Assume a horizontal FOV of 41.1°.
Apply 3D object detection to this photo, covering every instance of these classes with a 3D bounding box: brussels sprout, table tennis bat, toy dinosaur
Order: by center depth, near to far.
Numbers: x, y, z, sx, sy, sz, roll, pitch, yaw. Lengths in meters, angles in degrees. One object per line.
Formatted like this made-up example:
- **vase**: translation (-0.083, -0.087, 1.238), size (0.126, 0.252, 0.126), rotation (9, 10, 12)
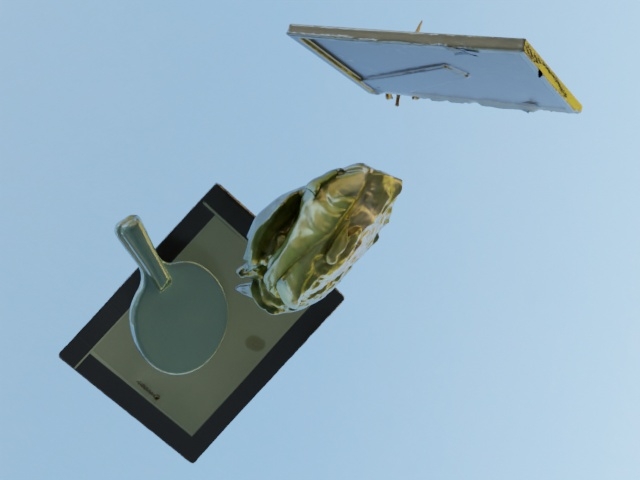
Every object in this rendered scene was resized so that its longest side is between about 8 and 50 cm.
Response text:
- **brussels sprout**: translation (-0.001, -0.003, 0.832), size (0.181, 0.100, 0.139), rotation (-58, -26, 1)
- **table tennis bat**: translation (-0.206, 0.071, 1.142), size (0.149, 0.038, 0.237), rotation (-42, -60, -30)
- **toy dinosaur**: translation (0.138, -0.301, 1.424), size (0.126, 0.039, 0.162), rotation (2, -86, -65)

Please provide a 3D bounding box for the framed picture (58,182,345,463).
- **framed picture**: translation (-0.171, 0.125, 1.253), size (0.265, 0.016, 0.347), rotation (41, -88, -12)

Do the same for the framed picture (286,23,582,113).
- **framed picture**: translation (0.127, -0.186, 0.945), size (0.209, 0.281, 0.019), rotation (19, -95, -58)
